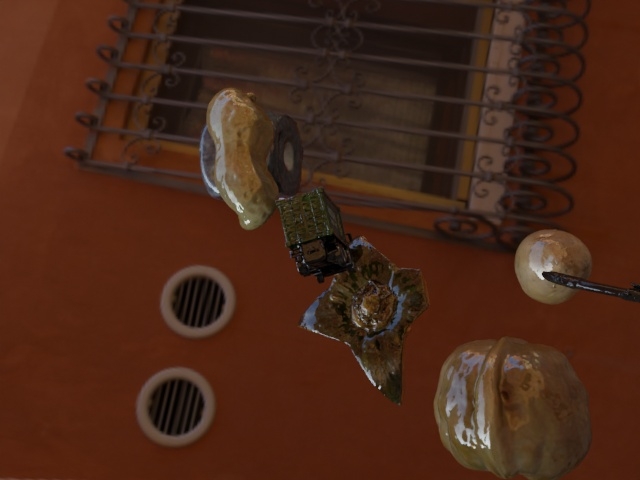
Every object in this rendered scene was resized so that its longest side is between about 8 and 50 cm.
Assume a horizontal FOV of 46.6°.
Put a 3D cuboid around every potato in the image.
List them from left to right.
[{"bbox_3d":[0.343,0.040,1.108,0.147,0.112,0.112,70,-152,-58],"label":"potato"}]

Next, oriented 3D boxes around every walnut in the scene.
[{"bbox_3d":[0.362,0.320,1.429,0.285,0.296,0.285,5,-96,-53],"label":"walnut"}]

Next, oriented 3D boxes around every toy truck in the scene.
[{"bbox_3d":[0.000,0.000,1.264,0.259,0.088,0.121,40,-145,-78],"label":"toy truck"}]

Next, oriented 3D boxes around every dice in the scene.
[{"bbox_3d":[-0.147,-0.179,1.618,0.181,0.183,0.182,13,-105,-72],"label":"dice"}]

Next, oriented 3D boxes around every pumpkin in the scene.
[{"bbox_3d":[0.114,0.155,1.565,0.258,0.290,0.095,-57,-29,-1],"label":"pumpkin"}]

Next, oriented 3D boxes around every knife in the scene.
[{"bbox_3d":[0.321,0.053,0.758,0.045,0.222,0.021,6,-85,-45],"label":"knife"}]

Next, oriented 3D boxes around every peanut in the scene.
[{"bbox_3d":[-0.132,-0.143,1.262,0.117,0.101,0.263,-25,65,41],"label":"peanut"}]
